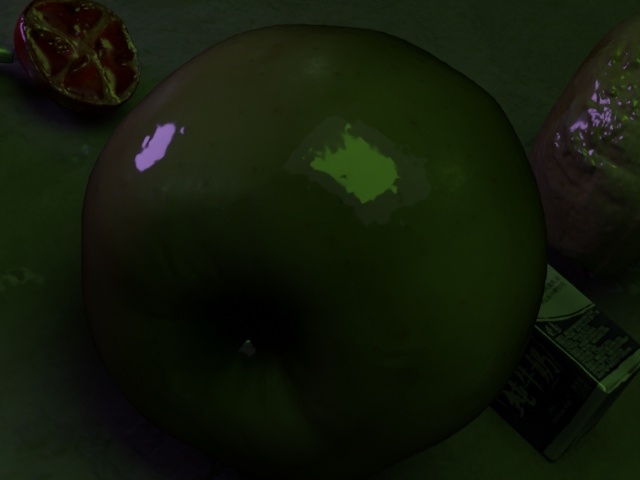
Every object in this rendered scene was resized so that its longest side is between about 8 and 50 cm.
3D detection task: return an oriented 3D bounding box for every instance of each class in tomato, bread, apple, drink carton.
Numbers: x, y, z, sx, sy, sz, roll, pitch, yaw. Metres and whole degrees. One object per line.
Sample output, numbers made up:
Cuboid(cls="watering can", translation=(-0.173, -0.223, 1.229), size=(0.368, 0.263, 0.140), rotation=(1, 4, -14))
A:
Cuboid(cls="tomato", translation=(-0.285, -0.203, 1.981), size=(0.155, 0.069, 0.156), rotation=(19, 52, -27))
Cuboid(cls="bread", translation=(0.378, -0.116, 2.057), size=(0.237, 0.320, 0.320), rotation=(45, 46, 14))
Cuboid(cls="apple", translation=(0.000, 0.000, 1.685), size=(0.473, 0.474, 0.474), rotation=(14, 46, -15))
Cuboid(cls="drink carton", translation=(0.230, 0.112, 1.909), size=(0.222, 0.134, 0.102), rotation=(43, 46, 15))

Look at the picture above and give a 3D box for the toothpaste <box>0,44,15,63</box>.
Cuboid(cls="toothpaste", translation=(-0.453, -0.223, 1.938), size=(0.218, 0.041, 0.064), rotation=(7, 56, -15))
